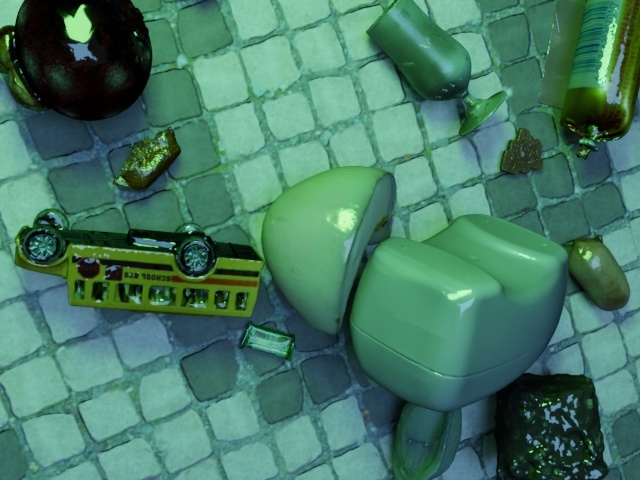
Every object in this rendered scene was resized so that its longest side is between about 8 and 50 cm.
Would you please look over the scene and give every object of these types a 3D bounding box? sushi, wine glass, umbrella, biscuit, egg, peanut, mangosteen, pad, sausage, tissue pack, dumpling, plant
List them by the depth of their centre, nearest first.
[{"bbox_3d":[-0.342,-0.250,1.007,0.230,0.194,0.194,-17,98,13],"label":"mangosteen"},{"bbox_3d":[-0.255,-0.119,1.096,0.060,0.061,0.118,42,61,-5],"label":"sushi"},{"bbox_3d":[0.002,-0.016,1.102,0.161,0.206,0.271,15,51,15],"label":"egg"},{"bbox_3d":[0.206,0.112,1.105,0.333,0.229,0.236,-16,123,-45],"label":"tissue pack"},{"bbox_3d":[-0.081,0.159,1.175,0.089,0.016,0.046,18,89,-16],"label":"biscuit"},{"bbox_3d":[0.182,-0.282,1.186,0.231,0.103,0.103,45,81,-11],"label":"wine glass"},{"bbox_3d":[0.167,0.314,1.195,0.104,0.149,0.217,22,94,25],"label":"dumpling"},{"bbox_3d":[0.375,0.334,1.231,0.178,0.204,0.234,0,95,7],"label":"plant"},{"bbox_3d":[0.488,-0.290,1.261,0.125,0.117,0.318,13,89,-2],"label":"sausage"},{"bbox_3d":[0.344,-0.144,1.283,0.092,0.016,0.082,-36,106,-10],"label":"biscuit"},{"bbox_3d":[0.487,0.060,1.304,0.076,0.076,0.152,-38,99,-11],"label":"peanut"},{"bbox_3d":[0.448,-0.321,1.310,0.113,0.006,0.188,12,89,-16],"label":"pad"},{"bbox_3d":[0.503,0.020,1.336,0.031,0.020,0.083,-38,105,-51],"label":"umbrella"}]

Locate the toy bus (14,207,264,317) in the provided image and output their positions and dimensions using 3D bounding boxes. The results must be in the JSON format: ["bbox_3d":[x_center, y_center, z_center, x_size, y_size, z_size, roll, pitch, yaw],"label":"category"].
[{"bbox_3d":[-0.257,0.037,1.069,0.335,0.121,0.123,5,102,-16],"label":"toy bus"}]
